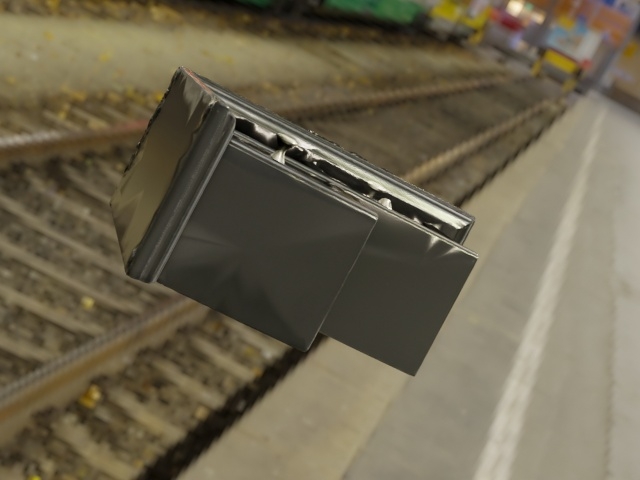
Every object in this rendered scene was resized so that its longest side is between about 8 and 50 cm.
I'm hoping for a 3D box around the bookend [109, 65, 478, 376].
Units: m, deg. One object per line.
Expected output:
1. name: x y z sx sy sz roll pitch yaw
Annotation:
1. bookend: 0.000 0.000 0.664 0.156 0.072 0.157 27 5 -13
